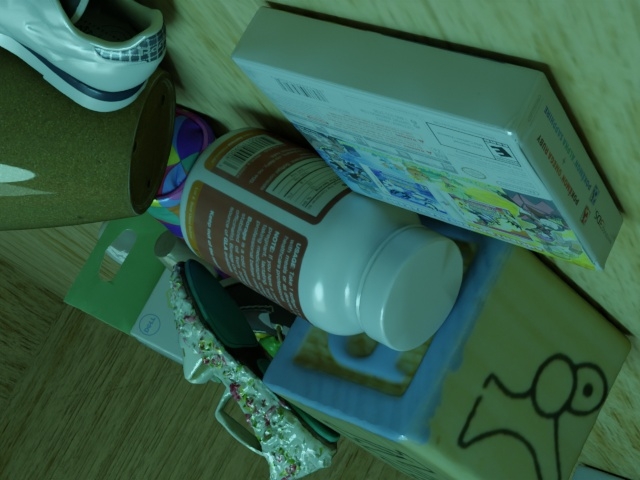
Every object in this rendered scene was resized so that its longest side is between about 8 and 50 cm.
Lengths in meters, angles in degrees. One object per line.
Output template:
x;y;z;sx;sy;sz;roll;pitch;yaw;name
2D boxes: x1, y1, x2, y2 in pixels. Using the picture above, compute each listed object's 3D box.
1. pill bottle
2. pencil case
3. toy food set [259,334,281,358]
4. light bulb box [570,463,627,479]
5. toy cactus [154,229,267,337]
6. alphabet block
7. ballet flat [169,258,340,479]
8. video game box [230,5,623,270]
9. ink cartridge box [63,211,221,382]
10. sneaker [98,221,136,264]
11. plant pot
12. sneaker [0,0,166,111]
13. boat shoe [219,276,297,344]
0.000;0.000;0.954;0.216;0.121;0.121;29;171;37;pill bottle
-0.102;-0.035;1.155;0.104;0.104;0.236;22;168;27;pencil case
-0.023;0.122;1.535;0.218;0.128;0.071;158;94;-76;toy food set
0.467;0.547;1.685;0.225;0.358;0.361;38;166;-30;light bulb box
-0.098;0.042;1.311;0.112;0.219;0.180;-26;139;26;toy cactus
0.109;0.103;1.041;0.197;0.192;0.193;39;166;-36;alphabet block
-0.079;0.124;1.123;0.241;0.077;0.091;50;-166;21;ballet flat
0.071;-0.062;0.770;0.205;0.048;0.187;20;164;34;video game box
-0.183;0.046;1.491;0.235;0.171;0.056;26;167;13;ink cartridge box
-0.184;0.013;1.614;0.212;0.080;0.094;21;164;-15;sneaker
-0.254;-0.103;0.984;0.254;0.237;0.237;12;166;6;plant pot
-0.215;-0.184;0.854;0.235;0.090;0.095;26;156;-10;sneaker
-0.009;0.070;1.195;0.228;0.068;0.081;-6;155;6;boat shoe
